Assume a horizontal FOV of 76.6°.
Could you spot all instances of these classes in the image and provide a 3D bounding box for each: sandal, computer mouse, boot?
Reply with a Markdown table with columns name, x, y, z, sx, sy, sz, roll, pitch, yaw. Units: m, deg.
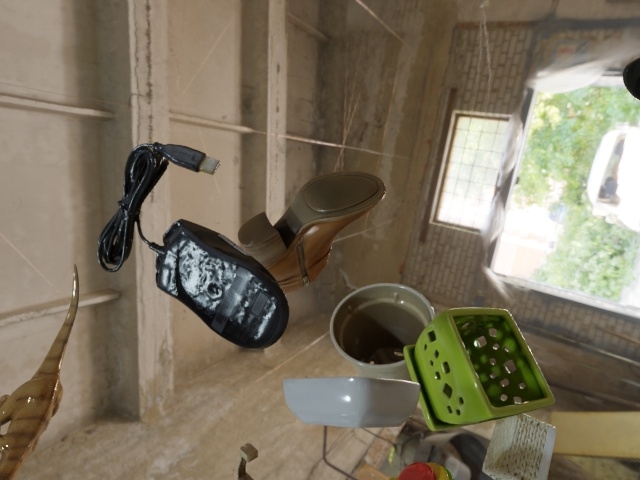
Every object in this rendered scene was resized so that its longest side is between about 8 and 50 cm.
| name | x | y | z | sx | sy | sz | roll | pitch | yaw |
| --- | --- | --- | --- | --- | --- | --- | --- | --- | --- |
| sandal | 0.544 | -0.221 | 0.611 | 0.067 | 0.179 | 0.040 | -55 | 2 | 14 |
| computer mouse | -0.130 | -0.003 | 0.476 | 0.184 | 0.262 | 0.060 | -67 | -13 | 13 |
| boot | 0.000 | 0.000 | 0.783 | 0.284 | 0.109 | 0.220 | -30 | -33 | -6 |

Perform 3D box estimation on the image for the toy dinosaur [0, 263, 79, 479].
| name | x | y | z | sx | sy | sz | roll | pitch | yaw |
| --- | --- | --- | --- | --- | --- | --- | --- | --- | --- |
| toy dinosaur | -0.259 | 0.141 | 0.374 | 0.064 | 0.112 | 0.211 | 34 | -145 | -35 |

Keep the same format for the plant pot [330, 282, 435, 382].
| name | x | y | z | sx | sy | sz | roll | pitch | yaw |
| --- | --- | --- | --- | --- | --- | --- | --- | --- | --- |
| plant pot | 0.225 | 0.367 | 1.375 | 0.333 | 0.334 | 0.305 | -52 | -39 | -36 |

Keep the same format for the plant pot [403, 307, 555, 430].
| name | x | y | z | sx | sy | sz | roll | pitch | yaw |
| --- | --- | --- | --- | --- | --- | --- | --- | --- | --- |
| plant pot | 0.334 | 0.299 | 0.920 | 0.228 | 0.227 | 0.207 | 6 | -38 | -30 |

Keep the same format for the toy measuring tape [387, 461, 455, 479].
| name | x | y | z | sx | sy | sz | roll | pitch | yaw |
| --- | --- | --- | --- | --- | --- | --- | --- | --- | --- |
| toy measuring tape | 0.214 | 0.434 | 0.642 | 0.122 | 0.330 | 0.121 | 6 | -104 | -25 |

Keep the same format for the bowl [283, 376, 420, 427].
| name | x | y | z | sx | sy | sz | roll | pitch | yaw |
| --- | --- | --- | --- | --- | --- | --- | --- | --- | --- |
| bowl | 0.039 | 0.200 | 0.500 | 0.142 | 0.142 | 0.053 | 24 | -120 | -44 |

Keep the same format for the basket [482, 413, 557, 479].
| name | x | y | z | sx | sy | sz | roll | pitch | yaw |
| --- | --- | --- | --- | --- | --- | --- | --- | --- | --- |
| basket | 0.481 | 0.515 | 0.987 | 0.167 | 0.103 | 0.113 | -56 | -11 | -30 |

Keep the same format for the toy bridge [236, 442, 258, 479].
| name | x | y | z | sx | sy | sz | roll | pitch | yaw |
| --- | --- | --- | --- | --- | --- | --- | --- | --- | --- |
| toy bridge | -0.142 | 0.491 | 0.810 | 0.026 | 0.063 | 0.188 | -15 | -74 | -39 |
